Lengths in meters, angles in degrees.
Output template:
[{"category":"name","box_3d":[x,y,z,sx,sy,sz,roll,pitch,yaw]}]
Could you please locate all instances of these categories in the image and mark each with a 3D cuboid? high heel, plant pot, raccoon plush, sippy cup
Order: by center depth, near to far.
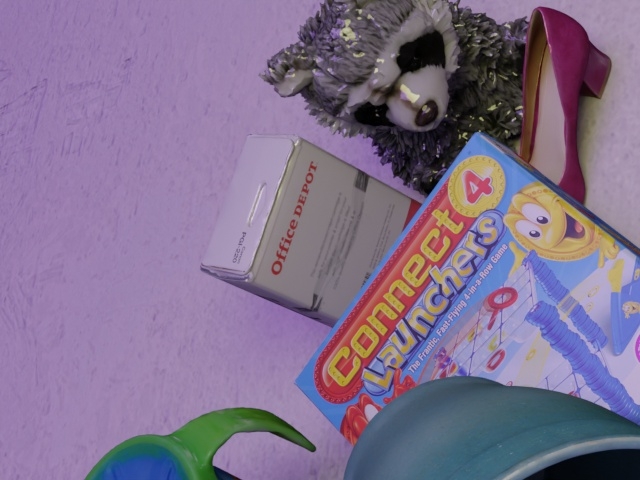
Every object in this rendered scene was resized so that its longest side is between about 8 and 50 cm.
[{"category":"plant pot","box_3d":[0.137,0.220,0.894,0.272,0.271,0.255,-60,21,4]},{"category":"high heel","box_3d":[0.212,-0.102,1.224,0.082,0.117,0.244,17,83,49]},{"category":"sippy cup","box_3d":[-0.113,0.334,1.259,0.305,0.224,0.240,-37,46,27]},{"category":"raccoon plush","box_3d":[0.023,-0.207,1.337,0.446,0.299,0.216,29,95,52]}]

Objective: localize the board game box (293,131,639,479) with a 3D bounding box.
[{"category":"board game box","box_3d":[0.170,0.111,1.130,0.302,0.086,0.308,43,104,35]}]

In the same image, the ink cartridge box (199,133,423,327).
[{"category":"ink cartridge box","box_3d":[0.000,0.000,1.319,0.092,0.217,0.159,9,76,49]}]
